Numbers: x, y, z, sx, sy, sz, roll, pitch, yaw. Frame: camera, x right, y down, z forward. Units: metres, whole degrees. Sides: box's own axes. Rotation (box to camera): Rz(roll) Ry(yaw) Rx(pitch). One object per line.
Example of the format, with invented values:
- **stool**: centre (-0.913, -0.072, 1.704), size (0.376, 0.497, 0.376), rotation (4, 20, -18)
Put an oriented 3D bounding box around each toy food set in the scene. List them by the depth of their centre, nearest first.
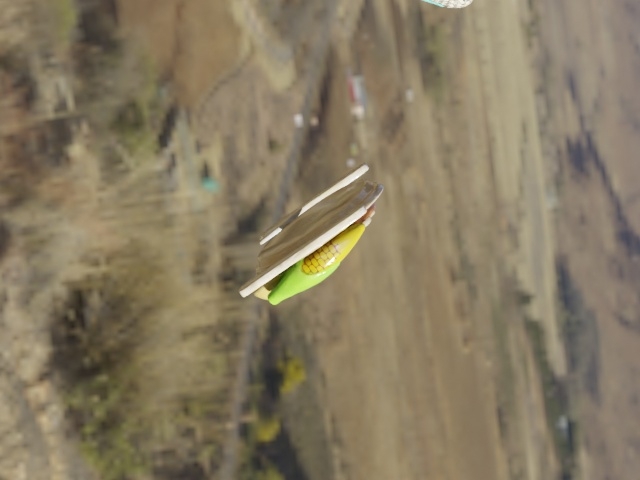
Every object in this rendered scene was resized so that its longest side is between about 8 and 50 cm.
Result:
- **toy food set**: centre (0.000, 0.000, 1.335), size (0.038, 0.132, 0.192), rotation (54, 11, -10)

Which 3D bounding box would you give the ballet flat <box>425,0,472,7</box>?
- **ballet flat**: centre (0.209, -0.448, 1.671), size (0.182, 0.164, 0.483), rotation (31, 88, -41)
